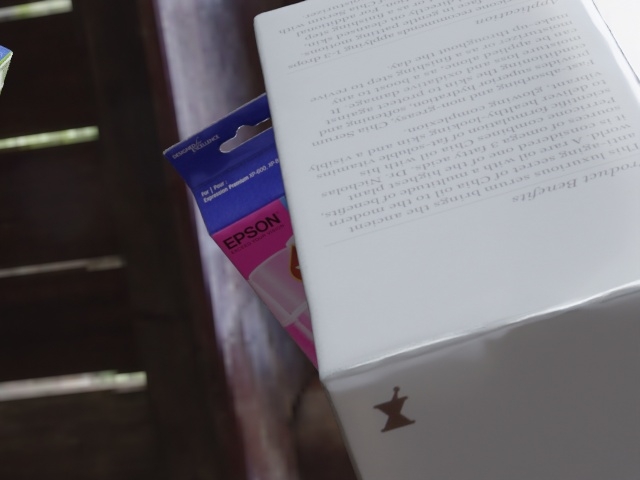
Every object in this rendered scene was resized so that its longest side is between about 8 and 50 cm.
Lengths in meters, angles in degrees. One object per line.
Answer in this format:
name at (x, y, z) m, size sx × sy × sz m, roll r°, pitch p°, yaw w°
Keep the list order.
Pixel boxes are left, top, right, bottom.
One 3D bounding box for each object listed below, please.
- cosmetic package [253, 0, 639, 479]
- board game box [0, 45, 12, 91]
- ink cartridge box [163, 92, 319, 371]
cosmetic package at (0.102, -0.016, 1.122) m, size 0.453 × 0.230 × 0.162 m, roll -101°, pitch 174°, yaw -58°
board game box at (-0.360, 0.024, 1.373) m, size 0.233 × 0.078 × 0.347 m, roll -62°, pitch 176°, yaw -58°
ink cartridge box at (0.000, 0.000, 1.937) m, size 0.371 × 0.175 × 0.069 m, roll 54°, pitch 13°, yaw -35°
